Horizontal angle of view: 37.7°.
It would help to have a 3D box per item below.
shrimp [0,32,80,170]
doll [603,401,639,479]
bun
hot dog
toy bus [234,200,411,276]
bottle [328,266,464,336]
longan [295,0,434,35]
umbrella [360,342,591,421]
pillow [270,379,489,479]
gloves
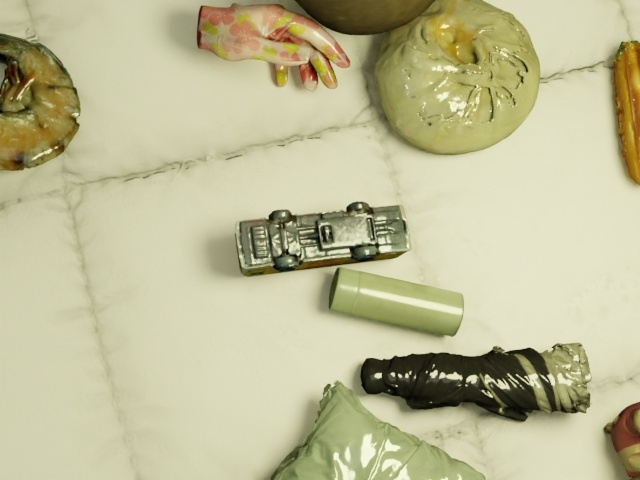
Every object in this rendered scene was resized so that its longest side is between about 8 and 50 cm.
[{"bbox_3d":[-0.544,-0.236,1.433,0.365,0.071,0.233,23,65,-3],"label":"shrimp"},{"bbox_3d":[0.531,0.371,1.419,0.196,0.152,0.256,-4,82,3],"label":"doll"},{"bbox_3d":[0.230,-0.281,1.525,0.287,0.146,0.287,3,75,-11],"label":"bun"},{"bbox_3d":[0.559,-0.218,1.601,0.115,0.072,0.269,2,75,-8],"label":"hot dog"},{"bbox_3d":[0.000,0.000,1.441,0.268,0.106,0.092,-7,78,-13],"label":"toy bus"},{"bbox_3d":[0.117,0.095,1.455,0.201,0.072,0.072,13,75,-6],"label":"bottle"},{"bbox_3d":[0.060,-0.447,1.439,0.288,0.350,0.288,-2,98,-11],"label":"longan"},{"bbox_3d":[0.239,0.214,1.448,0.357,0.106,0.113,1,67,-2],"label":"umbrella"},{"bbox_3d":[0.075,0.389,1.345,0.310,0.138,0.283,29,73,1],"label":"pillow"},{"bbox_3d":[-0.071,-0.316,1.483,0.241,0.145,0.126,5,77,0],"label":"gloves"}]
